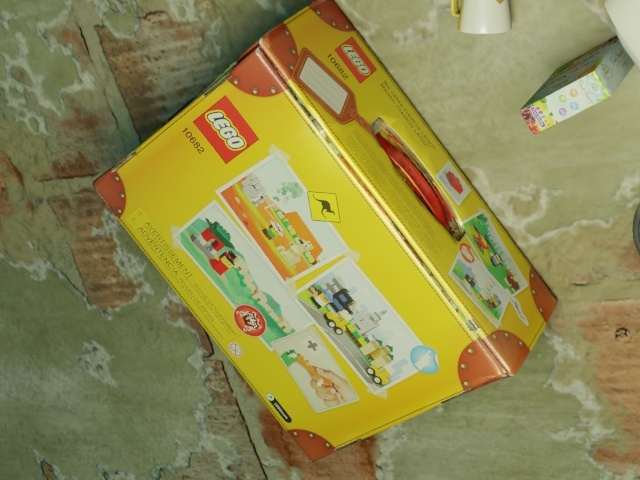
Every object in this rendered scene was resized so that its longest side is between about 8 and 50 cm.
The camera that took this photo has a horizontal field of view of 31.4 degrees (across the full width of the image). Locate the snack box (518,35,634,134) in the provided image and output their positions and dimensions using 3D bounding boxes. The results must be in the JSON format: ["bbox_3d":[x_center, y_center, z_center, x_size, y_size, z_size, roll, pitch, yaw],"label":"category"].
[{"bbox_3d":[0.289,-0.176,1.259,0.100,0.141,0.037,-29,100,39],"label":"snack box"}]

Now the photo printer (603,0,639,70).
[{"bbox_3d":[0.454,-0.204,1.135,0.256,0.107,0.307,-35,88,29],"label":"photo printer"}]

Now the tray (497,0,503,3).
[{"bbox_3d":[0.118,-0.461,1.188,0.411,0.076,0.203,46,155,-3],"label":"tray"}]

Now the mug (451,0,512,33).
[{"bbox_3d":[0.183,-0.276,1.316,0.078,0.062,0.064,5,112,20],"label":"mug"}]

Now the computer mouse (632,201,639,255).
[{"bbox_3d":[0.456,-0.077,1.277,0.188,0.072,0.272,33,117,11],"label":"computer mouse"}]

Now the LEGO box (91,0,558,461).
[{"bbox_3d":[0.000,0.000,1.497,0.372,0.193,0.500,-31,99,39],"label":"LEGO box"}]
